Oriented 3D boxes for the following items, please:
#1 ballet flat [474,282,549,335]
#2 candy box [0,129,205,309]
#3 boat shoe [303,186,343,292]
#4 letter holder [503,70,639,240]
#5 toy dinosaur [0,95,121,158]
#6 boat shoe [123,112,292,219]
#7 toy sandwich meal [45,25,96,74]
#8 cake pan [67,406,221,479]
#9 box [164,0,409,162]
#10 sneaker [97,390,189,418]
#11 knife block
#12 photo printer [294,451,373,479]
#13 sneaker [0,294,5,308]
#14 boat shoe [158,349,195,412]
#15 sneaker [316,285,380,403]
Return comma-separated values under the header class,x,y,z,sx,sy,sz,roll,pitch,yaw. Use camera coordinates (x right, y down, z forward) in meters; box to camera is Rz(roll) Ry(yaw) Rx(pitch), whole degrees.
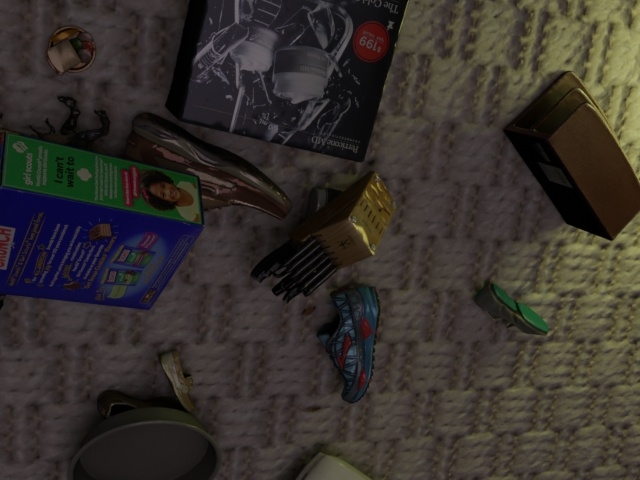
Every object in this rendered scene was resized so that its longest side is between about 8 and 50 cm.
class,x,y,z,sx,sy,sz,roll,pitch,yaw
ballet flat,0.438,0.170,1.698,0.213,0.072,0.068,34,121,-25
candy box,-0.391,-0.016,1.209,0.317,0.122,0.268,10,138,-32
boat shoe,0.004,0.004,1.469,0.070,0.078,0.219,5,103,-20
letter holder,0.582,-0.190,1.579,0.214,0.152,0.302,-44,116,-4
toy dinosaur,-0.411,-0.174,1.249,0.268,0.064,0.118,16,104,-2
boat shoe,-0.207,-0.112,1.340,0.324,0.123,0.116,27,101,-16
toy sandwich meal,-0.420,-0.319,1.235,0.086,0.029,0.085,-6,109,-18
cake pan,-0.344,0.432,1.447,0.293,0.054,0.293,-9,130,-11
box,-0.062,-0.332,1.280,0.343,0.179,0.312,10,105,-22
sneaker,-0.348,0.348,1.456,0.188,0.071,0.066,14,102,-23
knife block,0.000,0.000,1.398,0.242,0.275,0.088,-22,111,32
photo printer,0.039,0.638,1.640,0.307,0.107,0.256,40,70,-27
sneaker,-0.604,0.133,1.277,0.135,0.097,0.276,-9,109,-15
boat shoe,-0.277,0.281,1.469,0.045,0.050,0.135,-26,108,-12
sneaker,0.052,0.218,1.562,0.125,0.104,0.262,5,102,-3
